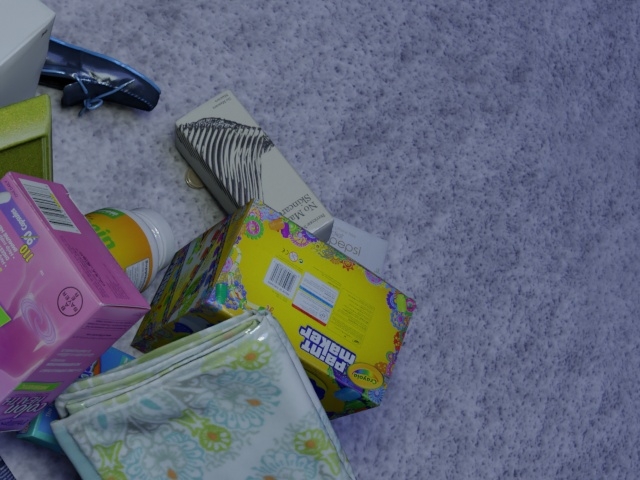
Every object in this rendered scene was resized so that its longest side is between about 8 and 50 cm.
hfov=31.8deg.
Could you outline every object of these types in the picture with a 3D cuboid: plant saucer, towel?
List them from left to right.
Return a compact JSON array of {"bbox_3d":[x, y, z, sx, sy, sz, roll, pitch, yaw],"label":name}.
[{"bbox_3d":[-0.427,-0.081,1.482,0.188,0.188,0.045,-25,50,-34],"label":"plant saucer"},{"bbox_3d":[-0.140,0.293,1.490,0.320,0.090,0.374,-22,115,6],"label":"towel"}]

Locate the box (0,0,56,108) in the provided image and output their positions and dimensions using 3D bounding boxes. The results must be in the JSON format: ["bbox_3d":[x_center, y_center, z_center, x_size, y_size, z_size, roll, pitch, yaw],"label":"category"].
[{"bbox_3d":[-0.550,-0.303,1.489,0.345,0.215,0.168,38,58,-1],"label":"box"}]

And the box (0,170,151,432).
[{"bbox_3d":[-0.375,0.078,1.379,0.213,0.243,0.117,52,14,18],"label":"box"}]

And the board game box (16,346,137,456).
[{"bbox_3d":[-0.303,0.233,1.570,0.210,0.047,0.160,31,60,-35],"label":"board game box"}]

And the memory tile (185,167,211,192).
[{"bbox_3d":[-0.161,-0.140,1.827,0.113,0.012,0.148,18,67,-25],"label":"memory tile"}]

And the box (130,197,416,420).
[{"bbox_3d":[-0.071,0.121,1.634,0.290,0.279,0.177,33,60,-18],"label":"box"}]

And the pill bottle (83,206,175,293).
[{"bbox_3d":[-0.313,0.030,1.572,0.136,0.136,0.245,61,32,0],"label":"pill bottle"}]

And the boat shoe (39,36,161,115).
[{"bbox_3d":[-0.373,-0.237,1.693,0.258,0.109,0.089,18,72,-7],"label":"boat shoe"}]

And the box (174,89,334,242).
[{"bbox_3d":[-0.104,-0.090,1.731,0.113,0.094,0.275,-36,75,-18],"label":"box"}]

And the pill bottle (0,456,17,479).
[{"bbox_3d":[-0.445,0.321,1.454,0.094,0.094,0.169,-35,94,-34],"label":"pill bottle"}]

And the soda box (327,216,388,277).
[{"bbox_3d":[0.000,0.000,1.840,0.216,0.074,0.069,24,65,-23],"label":"soda box"}]
